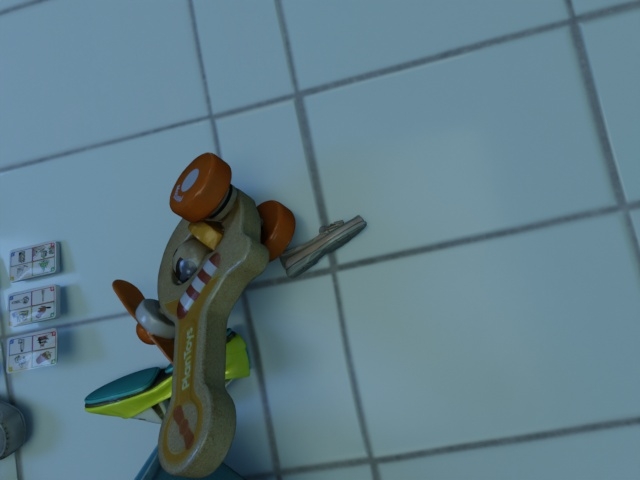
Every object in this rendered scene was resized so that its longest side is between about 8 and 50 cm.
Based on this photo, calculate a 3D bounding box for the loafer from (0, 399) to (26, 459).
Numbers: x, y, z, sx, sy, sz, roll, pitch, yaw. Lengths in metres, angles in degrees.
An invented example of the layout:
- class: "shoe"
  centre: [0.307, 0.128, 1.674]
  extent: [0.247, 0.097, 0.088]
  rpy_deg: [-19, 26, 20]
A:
- class: "loafer"
  centre: [-0.572, 0.273, 0.669]
  extent: [0.320, 0.111, 0.111]
  rpy_deg: [-4, 92, 1]

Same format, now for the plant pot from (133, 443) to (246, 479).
- class: "plant pot"
  centre: [-0.132, 0.388, 0.537]
  extent: [0.255, 0.271, 0.271]
  rpy_deg: [33, 91, -4]

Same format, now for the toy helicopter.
- class: "toy helicopter"
  centre: [-0.148, 0.087, 0.561]
  extent: [0.235, 0.140, 0.355]
  rpy_deg: [-35, 41, 24]

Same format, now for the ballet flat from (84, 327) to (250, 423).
- class: "ballet flat"
  centre: [-0.196, 0.195, 0.652]
  extent: [0.231, 0.077, 0.077]
  rpy_deg: [-25, 99, 4]

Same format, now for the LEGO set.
- class: "LEGO set"
  centre: [-0.482, 0.115, 0.725]
  extent: [0.245, 0.060, 0.182]
  rpy_deg: [-13, 71, 6]

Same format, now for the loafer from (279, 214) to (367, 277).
- class: "loafer"
  centre: [0.000, 0.000, 0.650]
  extent: [0.125, 0.045, 0.039]
  rpy_deg: [-35, 74, 7]
